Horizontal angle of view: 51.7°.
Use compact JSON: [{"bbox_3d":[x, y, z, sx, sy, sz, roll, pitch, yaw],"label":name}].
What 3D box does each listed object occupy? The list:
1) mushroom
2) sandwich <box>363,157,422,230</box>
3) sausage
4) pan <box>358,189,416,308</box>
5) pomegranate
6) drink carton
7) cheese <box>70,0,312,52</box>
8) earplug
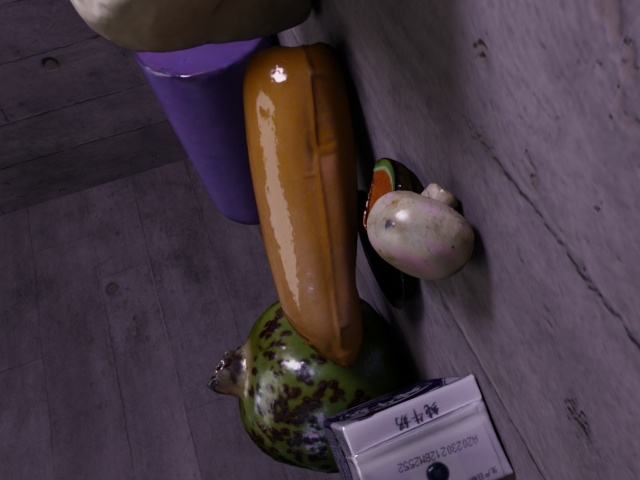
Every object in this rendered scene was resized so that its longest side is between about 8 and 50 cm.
[{"bbox_3d":[0.077,-0.007,0.497,0.083,0.067,0.083,35,172,5],"label":"mushroom"},{"bbox_3d":[0.063,-0.034,0.582,0.101,0.026,0.069,-120,46,-66],"label":"sandwich"},{"bbox_3d":[-0.011,-0.025,0.711,0.134,0.115,0.354,-166,68,-70],"label":"sausage"},{"bbox_3d":[0.076,0.010,0.669,0.235,0.028,0.136,-156,47,-83],"label":"pan"},{"bbox_3d":[-0.016,0.186,0.894,0.254,0.270,0.255,-167,90,-73],"label":"pomegranate"},{"bbox_3d":[0.086,0.209,0.673,0.222,0.134,0.102,109,143,-76],"label":"drink carton"},{"bbox_3d":[-0.122,-0.293,0.609,0.251,0.247,0.174,144,106,-75],"label":"cheese"},{"bbox_3d":[-0.153,-0.196,1.175,0.456,0.215,0.215,76,171,-54],"label":"earplug"}]
